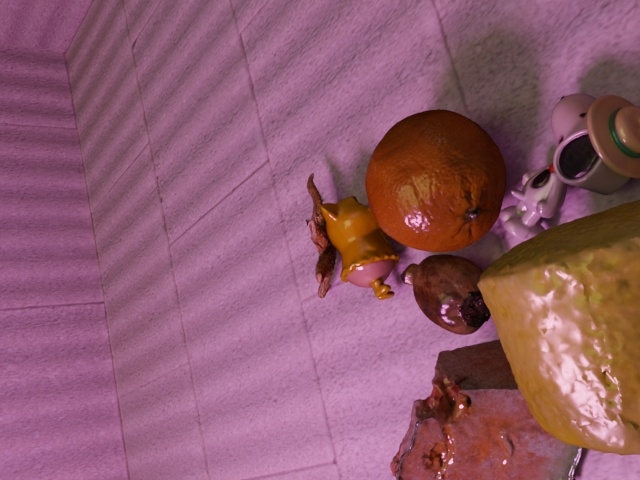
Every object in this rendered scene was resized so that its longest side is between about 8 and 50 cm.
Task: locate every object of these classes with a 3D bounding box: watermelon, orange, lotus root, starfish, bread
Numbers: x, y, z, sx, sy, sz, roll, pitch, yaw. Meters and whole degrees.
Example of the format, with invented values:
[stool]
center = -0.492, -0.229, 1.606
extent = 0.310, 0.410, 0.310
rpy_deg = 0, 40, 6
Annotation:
[watermelon]
center = 0.286, 0.310, 1.221
extent = 0.151, 0.301, 0.264
rpy_deg = -84, 5, -73
[orange]
center = 0.207, -0.102, 1.252
extent = 0.264, 0.264, 0.265
rpy_deg = 2, 93, 52
[lotus root]
center = 0.238, 0.091, 1.324
extent = 0.214, 0.138, 0.139
rpy_deg = 34, 118, 48
[starfish]
center = 0.004, 0.000, 1.590
extent = 0.302, 0.060, 0.300
rpy_deg = -85, -9, -82
[bread]
center = 0.408, 0.112, 0.956
extent = 0.348, 0.348, 0.308
rpy_deg = -16, 90, 52

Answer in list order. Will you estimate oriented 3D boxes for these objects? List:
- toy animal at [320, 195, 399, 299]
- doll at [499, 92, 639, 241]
[toy animal]
center = 0.088, 0.019, 1.499
extent = 0.156, 0.156, 0.230
rpy_deg = -48, 60, 42
[doll]
center = 0.406, -0.099, 1.108
extent = 0.208, 0.143, 0.272
rpy_deg = -117, 44, -60
